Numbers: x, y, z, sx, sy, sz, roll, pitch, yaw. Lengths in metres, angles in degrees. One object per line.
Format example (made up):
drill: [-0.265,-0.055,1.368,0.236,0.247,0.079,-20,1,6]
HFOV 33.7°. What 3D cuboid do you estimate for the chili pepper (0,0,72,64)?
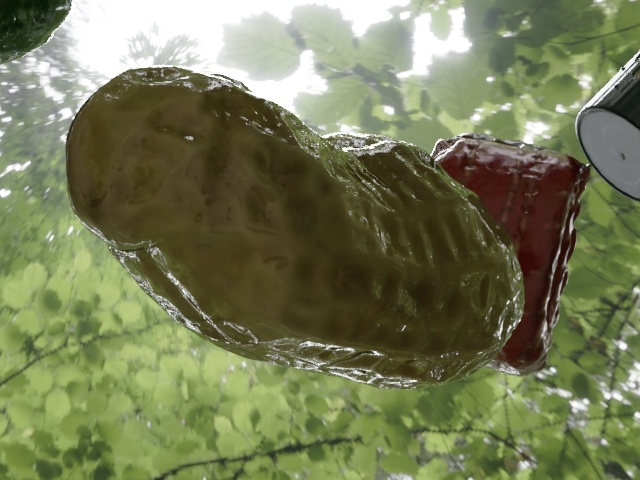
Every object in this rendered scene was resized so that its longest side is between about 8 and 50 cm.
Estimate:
chili pepper: [-0.370,-0.213,0.805,0.385,0.167,0.213,-13,-113,-44]

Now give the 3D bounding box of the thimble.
thimble: [0.143,0.014,0.875,0.125,0.163,0.189,12,-72,16]

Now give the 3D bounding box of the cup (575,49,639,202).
cup: [0.329,-0.113,0.921,0.155,0.176,0.131,-39,-58,-13]

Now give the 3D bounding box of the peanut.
peanut: [0.000,0.000,0.599,0.325,0.140,0.153,27,-108,-40]
